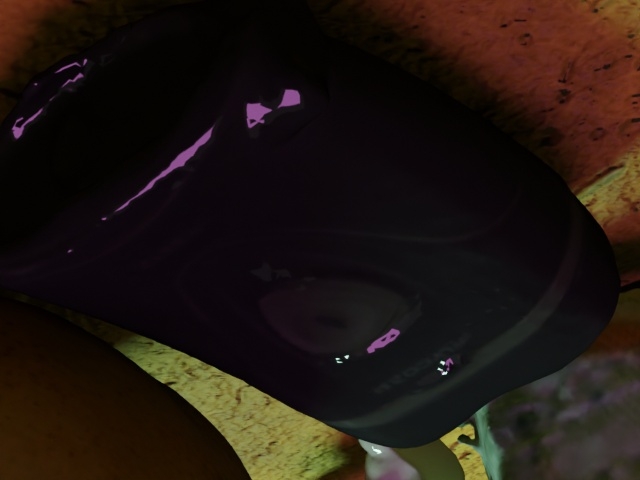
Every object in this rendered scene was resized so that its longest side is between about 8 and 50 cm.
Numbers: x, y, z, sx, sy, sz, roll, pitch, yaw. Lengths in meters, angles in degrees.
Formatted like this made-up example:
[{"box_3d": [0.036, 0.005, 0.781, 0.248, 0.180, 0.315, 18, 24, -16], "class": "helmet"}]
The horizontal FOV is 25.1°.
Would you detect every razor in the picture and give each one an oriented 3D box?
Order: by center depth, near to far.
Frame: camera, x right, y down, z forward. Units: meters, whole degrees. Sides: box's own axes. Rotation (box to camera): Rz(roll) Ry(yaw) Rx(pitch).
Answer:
[{"box_3d": [0.000, -0.001, 0.717, 0.204, 0.113, 0.349, -30, 144, 25], "class": "razor"}]

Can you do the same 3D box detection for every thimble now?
[{"box_3d": [0.234, 0.137, 0.940, 0.288, 0.167, 0.254, 4, 147, -30], "class": "thimble"}]

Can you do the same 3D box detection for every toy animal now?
[{"box_3d": [0.040, 0.226, 1.079, 0.182, 0.131, 0.127, -50, 168, 28], "class": "toy animal"}]

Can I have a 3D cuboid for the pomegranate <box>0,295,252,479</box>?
[{"box_3d": [-0.203, 0.229, 0.731, 0.416, 0.417, 0.417, -8, 148, -5], "class": "pomegranate"}]

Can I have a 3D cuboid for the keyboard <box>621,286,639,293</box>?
[{"box_3d": [0.171, 0.061, 0.964, 0.155, 0.010, 0.053, -23, 147, 19], "class": "keyboard"}]
